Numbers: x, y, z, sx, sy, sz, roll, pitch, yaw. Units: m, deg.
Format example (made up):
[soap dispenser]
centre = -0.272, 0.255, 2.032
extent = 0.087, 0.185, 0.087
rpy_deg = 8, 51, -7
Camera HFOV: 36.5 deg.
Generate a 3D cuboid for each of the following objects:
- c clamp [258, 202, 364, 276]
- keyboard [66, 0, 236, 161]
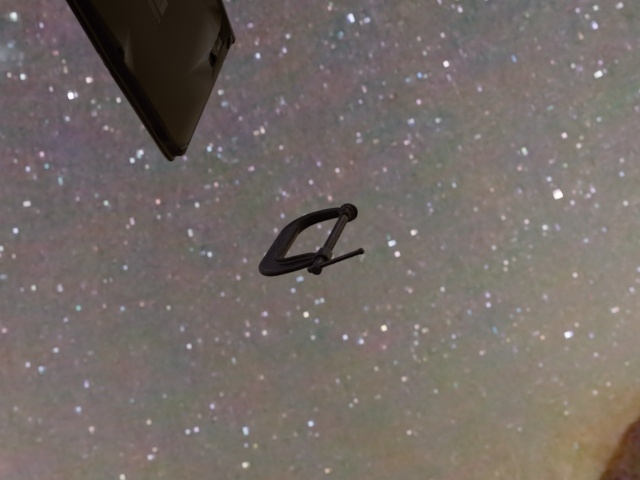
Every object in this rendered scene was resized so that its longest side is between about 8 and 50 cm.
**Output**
[c clamp]
centre = 0.000, 0.000, 1.068
extent = 0.137, 0.160, 0.022
rpy_deg = -19, -68, 21
[keyboard]
centre = -0.104, -0.199, 0.623
extent = 0.033, 0.201, 0.317
rpy_deg = 17, -18, 12
